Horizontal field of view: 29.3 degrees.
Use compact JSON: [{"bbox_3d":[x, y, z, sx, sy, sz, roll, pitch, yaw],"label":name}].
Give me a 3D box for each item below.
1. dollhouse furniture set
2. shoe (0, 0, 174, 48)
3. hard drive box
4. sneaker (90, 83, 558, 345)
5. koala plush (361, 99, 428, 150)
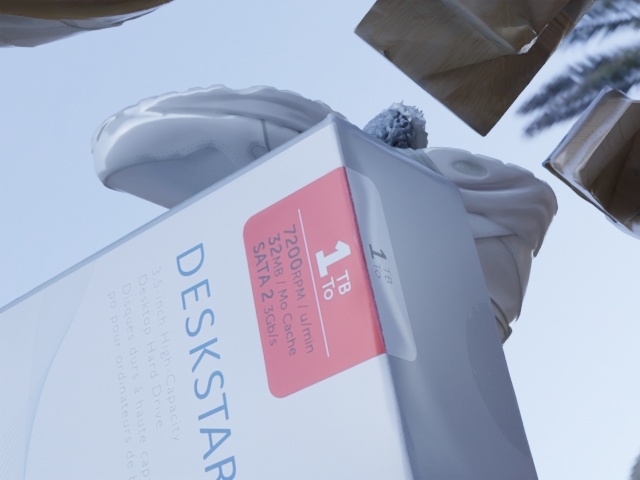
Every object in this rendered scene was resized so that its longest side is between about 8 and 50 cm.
[{"bbox_3d":[0.191,-0.264,0.869,0.394,0.362,0.256,-51,6,5],"label":"dollhouse furniture set"},{"bbox_3d":[-0.163,-0.133,0.599,0.219,0.076,0.058,-7,-10,-15],"label":"shoe"},{"bbox_3d":[-0.044,0.091,0.456,0.232,0.181,0.089,-28,-31,28],"label":"hard drive box"},{"bbox_3d":[0.000,0.000,0.585,0.232,0.115,0.090,13,-15,-8],"label":"sneaker"},{"bbox_3d":[-0.006,0.005,0.918,0.196,0.203,0.221,-42,-10,-37],"label":"koala plush"}]
